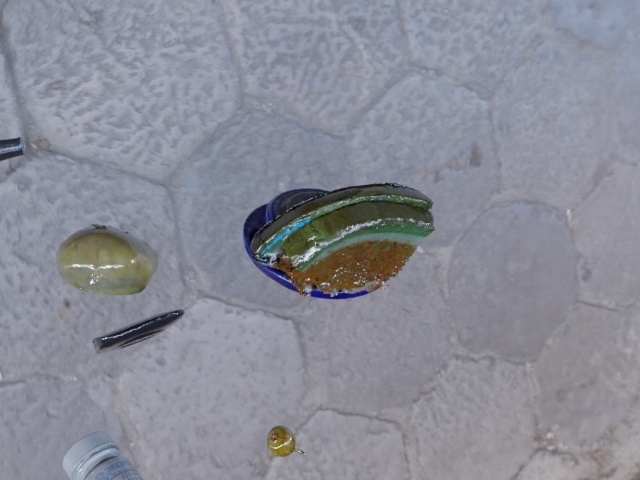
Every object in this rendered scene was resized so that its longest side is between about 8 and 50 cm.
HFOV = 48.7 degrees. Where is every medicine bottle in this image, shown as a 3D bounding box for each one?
[{"bbox_3d":[-0.398,0.452,1.327,0.105,0.168,0.105,-35,148,-26],"label":"medicine bottle"}]

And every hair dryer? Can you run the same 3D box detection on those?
[{"bbox_3d":[-0.652,-0.093,1.331,0.195,0.075,0.219,-11,72,-8],"label":"hair dryer"}]

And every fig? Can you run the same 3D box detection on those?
[{"bbox_3d":[-0.055,0.340,1.175,0.050,0.050,0.083,-53,131,-8],"label":"fig"}]

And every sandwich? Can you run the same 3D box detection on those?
[{"bbox_3d":[0.029,0.010,0.911,0.235,0.079,0.159,-1,121,-19],"label":"sandwich"}]

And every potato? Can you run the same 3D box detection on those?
[{"bbox_3d":[-0.429,0.043,1.441,0.191,0.296,0.141,7,83,-9],"label":"potato"}]

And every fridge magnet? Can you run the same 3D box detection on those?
[{"bbox_3d":[0.000,0.000,1.198,0.265,0.265,0.113,-3,127,-25],"label":"fridge magnet"}]

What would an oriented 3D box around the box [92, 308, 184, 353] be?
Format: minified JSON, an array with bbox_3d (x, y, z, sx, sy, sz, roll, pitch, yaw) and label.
[{"bbox_3d":[-0.392,0.196,1.533,0.201,0.212,0.042,-19,85,-24],"label":"box"}]
